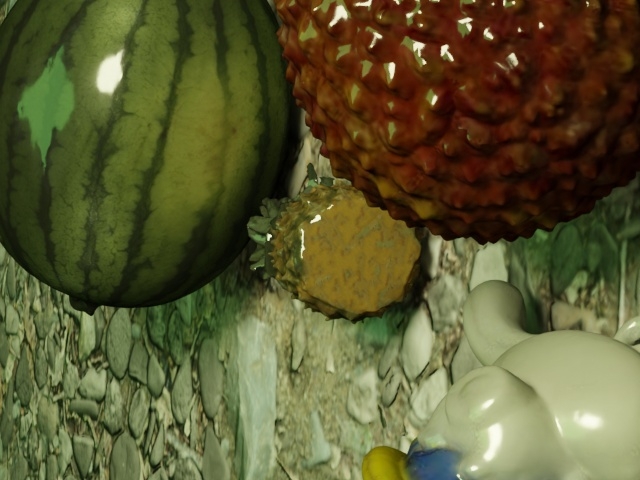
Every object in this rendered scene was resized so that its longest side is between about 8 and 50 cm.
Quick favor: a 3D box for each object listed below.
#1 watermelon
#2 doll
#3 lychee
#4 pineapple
[{"bbox_3d":[-0.169,-0.094,1.750,0.279,0.279,0.359,35,113,60],"label":"watermelon"},{"bbox_3d":[0.109,0.131,1.239,0.243,0.159,0.311,-54,29,17],"label":"doll"},{"bbox_3d":[0.101,-0.139,1.223,0.275,0.304,0.276,-28,34,21],"label":"lychee"},{"bbox_3d":[0.000,0.000,1.607,0.251,0.125,0.125,-170,84,-74],"label":"pineapple"}]
